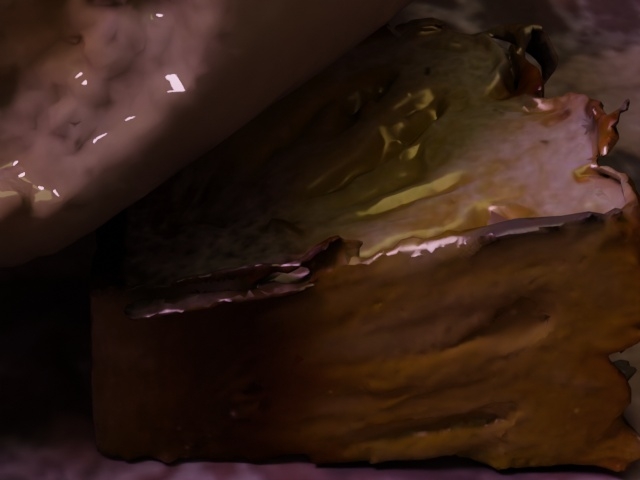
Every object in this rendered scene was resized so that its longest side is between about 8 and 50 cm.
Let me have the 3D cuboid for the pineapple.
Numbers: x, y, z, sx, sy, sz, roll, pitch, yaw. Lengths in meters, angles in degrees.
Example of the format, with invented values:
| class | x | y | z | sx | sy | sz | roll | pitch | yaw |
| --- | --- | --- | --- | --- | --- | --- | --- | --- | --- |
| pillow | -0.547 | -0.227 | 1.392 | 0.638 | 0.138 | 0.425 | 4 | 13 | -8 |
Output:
| class | x | y | z | sx | sy | sz | roll | pitch | yaw |
| --- | --- | --- | --- | --- | --- | --- | --- | --- | --- |
| pineapple | 0.000 | 0.000 | 0.597 | 0.236 | 0.115 | 0.186 | 24 | 44 | 32 |

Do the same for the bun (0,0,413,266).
| class | x | y | z | sx | sy | sz | roll | pitch | yaw |
| --- | --- | --- | --- | --- | --- | --- | --- | --- | --- |
| bun | -0.138 | -0.146 | 0.582 | 0.364 | 0.202 | 0.364 | -13 | 30 | 8 |
